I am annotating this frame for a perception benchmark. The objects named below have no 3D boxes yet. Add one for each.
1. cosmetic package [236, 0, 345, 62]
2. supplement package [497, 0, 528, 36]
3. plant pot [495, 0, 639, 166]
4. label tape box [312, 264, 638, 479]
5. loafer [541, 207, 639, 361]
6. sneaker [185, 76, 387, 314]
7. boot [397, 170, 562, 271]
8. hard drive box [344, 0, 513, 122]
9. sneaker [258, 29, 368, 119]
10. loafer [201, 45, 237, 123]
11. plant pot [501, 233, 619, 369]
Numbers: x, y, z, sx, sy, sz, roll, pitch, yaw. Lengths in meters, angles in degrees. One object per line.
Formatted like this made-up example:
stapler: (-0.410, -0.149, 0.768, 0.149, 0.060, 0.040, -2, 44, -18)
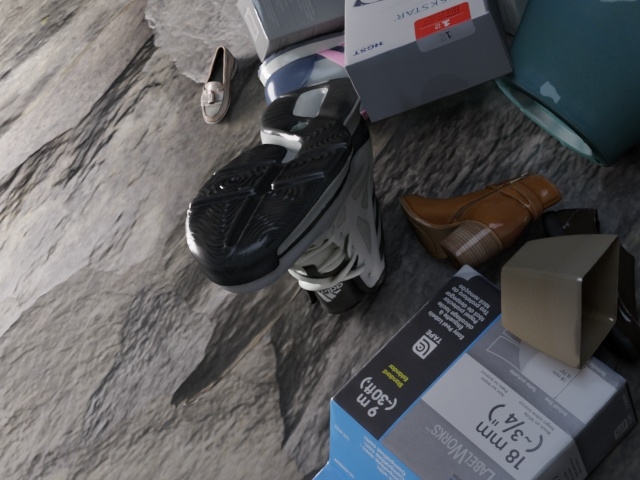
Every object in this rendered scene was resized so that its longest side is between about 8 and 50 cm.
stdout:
cosmetic package: (0.014, -0.341, 1.640, 0.238, 0.127, 0.107, -23, 87, -10)
supplement package: (0.231, -0.453, 1.626, 0.199, 0.198, 0.263, -46, 54, -12)
plant pot: (0.355, -0.240, 1.413, 0.255, 0.272, 0.272, -50, 54, 3)
label tape box: (0.140, 0.223, 1.277, 0.334, 0.106, 0.241, -44, 53, -10)
loafer: (0.326, 0.037, 1.341, 0.078, 0.080, 0.220, -25, 53, 5)
sneaker: (0.001, 0.000, 1.352, 0.169, 0.257, 0.447, -11, 24, 20)
boot: (0.193, -0.041, 1.437, 0.152, 0.073, 0.197, -36, 34, -7)
hard drive box: (0.128, -0.265, 1.439, 0.181, 0.089, 0.232, -19, 35, 14)
sneaker: (0.079, -0.233, 1.617, 0.319, 0.112, 0.131, -21, 70, 11)
loafer: (-0.155, -0.232, 1.733, 0.045, 0.039, 0.125, -1, 58, 20)
plant pot: (0.247, 0.054, 1.227, 0.096, 0.109, 0.109, 13, 32, 30)
